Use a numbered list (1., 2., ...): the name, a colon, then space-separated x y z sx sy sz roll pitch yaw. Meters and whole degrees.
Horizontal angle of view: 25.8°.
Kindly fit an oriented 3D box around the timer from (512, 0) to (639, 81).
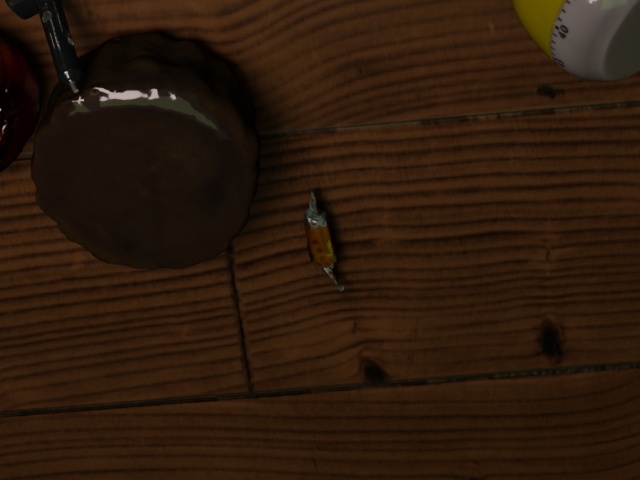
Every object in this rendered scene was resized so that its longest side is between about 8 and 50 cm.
1. timer: 0.344 -0.367 1.793 0.285 0.285 0.285 0 123 0

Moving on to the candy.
1. candy: 0.000 0.000 2.111 0.046 0.053 0.182 -11 124 7

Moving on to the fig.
1. fig: -0.513 -0.186 1.897 0.263 0.224 0.224 4 123 -3

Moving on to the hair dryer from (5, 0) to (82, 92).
1. hair dryer: -0.341 -0.289 1.840 0.124 0.219 0.071 -24 157 16

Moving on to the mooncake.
1. mooncake: -0.236 -0.127 1.949 0.324 0.187 0.324 0 125 1
